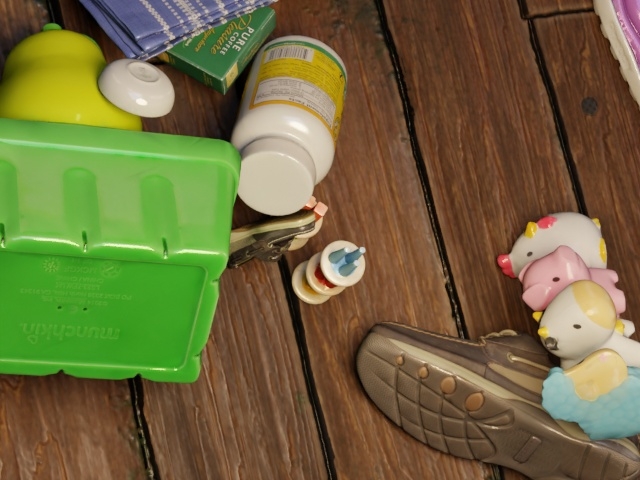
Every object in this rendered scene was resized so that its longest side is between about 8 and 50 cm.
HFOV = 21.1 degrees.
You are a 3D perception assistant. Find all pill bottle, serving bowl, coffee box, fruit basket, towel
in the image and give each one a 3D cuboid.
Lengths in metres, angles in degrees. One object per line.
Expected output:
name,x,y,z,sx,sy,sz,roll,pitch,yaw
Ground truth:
pill bottle,-0.037,-0.126,1.913,0.117,0.118,0.208,25,39,-12
serving bowl,-0.188,-0.165,1.791,0.083,0.027,0.083,19,33,-13
coffee box,-0.156,-0.253,1.958,0.184,0.040,0.113,28,67,13
fruit basket,-0.278,-0.042,1.817,0.392,0.283,0.392,12,30,-7
towel,-0.136,-0.335,1.967,0.336,0.040,0.243,-26,58,-27

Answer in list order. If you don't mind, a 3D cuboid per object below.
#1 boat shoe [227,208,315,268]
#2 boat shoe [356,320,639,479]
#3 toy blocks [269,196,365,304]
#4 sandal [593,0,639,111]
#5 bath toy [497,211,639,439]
boat shoe,-0.055,0.000,1.907,0.056,0.152,0.049,-23,97,-39
boat shoe,0.205,0.178,1.975,0.355,0.132,0.130,27,44,-10
toy blocks,0.000,0.000,1.920,0.054,0.148,0.123,-23,85,-23
sandal,0.487,-0.182,2.162,0.169,0.102,0.416,-38,91,-23
bath toy,0.280,0.076,1.939,0.129,0.348,0.151,-6,121,0
